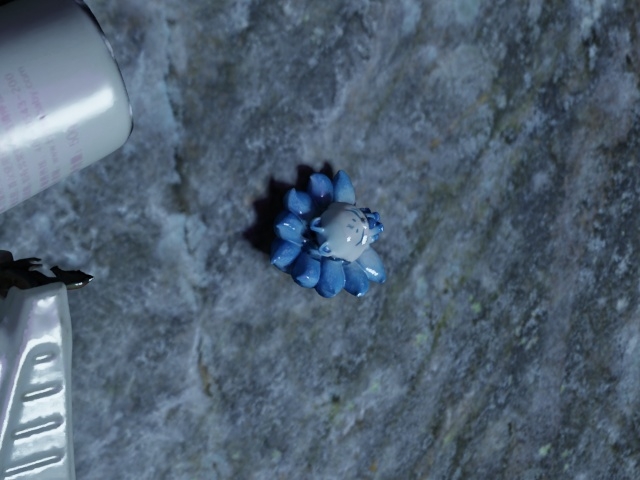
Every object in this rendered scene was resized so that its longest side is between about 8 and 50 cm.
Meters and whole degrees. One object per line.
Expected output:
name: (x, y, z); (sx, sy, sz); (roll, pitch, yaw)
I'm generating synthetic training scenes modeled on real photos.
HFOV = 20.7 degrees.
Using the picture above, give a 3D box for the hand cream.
hand cream: (-0.292, -0.045, 1.138); (0.359, 0.118, 0.185); (-28, 129, -22)

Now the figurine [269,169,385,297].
figurine: (0.000, 0.000, 1.436); (0.114, 0.079, 0.114); (9, 76, -40)

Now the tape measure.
tape measure: (-0.282, 0.157, 1.214); (0.265, 0.130, 0.258); (-13, 114, -33)
